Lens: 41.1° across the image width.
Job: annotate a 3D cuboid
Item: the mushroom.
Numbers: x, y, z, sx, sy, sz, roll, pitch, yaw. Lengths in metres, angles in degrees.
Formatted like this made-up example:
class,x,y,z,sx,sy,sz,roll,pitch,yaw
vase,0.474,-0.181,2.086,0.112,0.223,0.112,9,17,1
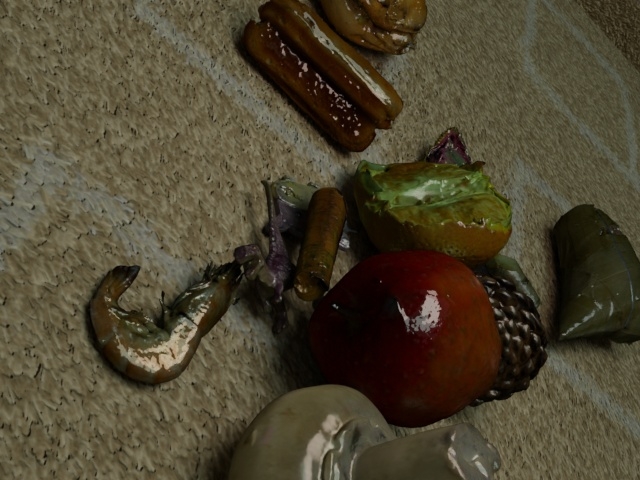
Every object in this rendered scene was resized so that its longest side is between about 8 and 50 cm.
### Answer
class,x,y,z,sx,sy,sz,roll,pitch,yaw
mushroom,0.058,0.314,1.116,0.314,0.336,0.314,37,38,-36

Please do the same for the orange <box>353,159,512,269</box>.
class,x,y,z,sx,sy,sz,roll,pitch,yaw
orange,0.200,-0.050,1.611,0.262,0.196,0.334,4,34,-31

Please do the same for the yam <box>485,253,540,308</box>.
class,x,y,z,sx,sy,sz,roll,pitch,yaw
yam,0.424,0.091,1.880,0.069,0.069,0.146,-31,89,-52

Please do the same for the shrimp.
class,x,y,z,sx,sy,sz,roll,pitch,yaw
shrimp,-0.214,0.077,1.220,0.169,0.058,0.296,46,42,-9

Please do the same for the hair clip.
class,x,y,z,sx,sy,sz,roll,pitch,yaw
hair clip,-0.015,-0.047,1.519,0.187,0.056,0.146,23,42,-32

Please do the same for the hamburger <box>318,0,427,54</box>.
class,x,y,z,sx,sy,sz,roll,pitch,yaw
hamburger,0.119,-0.566,1.938,0.290,0.170,0.314,9,58,-40

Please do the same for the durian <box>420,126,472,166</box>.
class,x,y,z,sx,sy,sz,roll,pitch,yaw
durian,0.270,-0.154,1.889,0.108,0.119,0.187,-12,65,-11

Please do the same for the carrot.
class,x,y,z,sx,sy,sz,roll,pitch,yaw
carrot,0.000,0.000,1.386,0.070,0.070,0.260,41,31,-19

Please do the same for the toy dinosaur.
class,x,y,z,sx,sy,sz,roll,pitch,yaw
toy dinosaur,-0.065,0.031,1.362,0.200,0.072,0.251,63,29,-19

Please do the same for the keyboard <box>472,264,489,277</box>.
class,x,y,z,sx,sy,sz,roll,pitch,yaw
keyboard,0.329,0.092,1.798,0.103,0.041,0.381,18,52,-38

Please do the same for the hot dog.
class,x,y,z,sx,sy,sz,roll,pitch,yaw
hot dog,0.005,-0.328,1.667,0.349,0.158,0.117,41,22,-13

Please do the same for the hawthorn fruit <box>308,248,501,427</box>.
class,x,y,z,sx,sy,sz,roll,pitch,yaw
hawthorn fruit,0.112,0.137,1.312,0.369,0.284,0.285,24,47,-50

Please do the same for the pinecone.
class,x,y,z,sx,sy,sz,roll,pitch,yaw
pinecone,0.300,0.171,1.564,0.243,0.243,0.257,58,33,2

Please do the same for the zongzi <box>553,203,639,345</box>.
class,x,y,z,sx,sy,sz,roll,pitch,yaw
zongzi,0.616,0.074,2.028,0.393,0.174,0.356,2,58,-40
